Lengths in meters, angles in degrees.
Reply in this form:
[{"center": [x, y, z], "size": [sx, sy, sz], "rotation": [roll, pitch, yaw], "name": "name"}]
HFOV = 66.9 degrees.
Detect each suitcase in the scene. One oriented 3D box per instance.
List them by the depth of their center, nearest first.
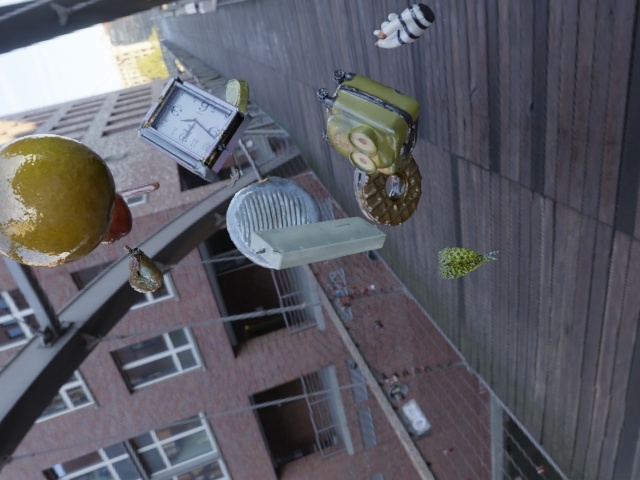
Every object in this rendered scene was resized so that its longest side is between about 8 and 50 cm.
[{"center": [0.110, -0.267, 1.151], "size": [0.235, 0.143, 0.193], "rotation": [30, 159, 18], "name": "suitcase"}]

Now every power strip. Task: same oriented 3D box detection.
[{"center": [0.000, 0.000, 1.112], "size": [0.106, 0.368, 0.043], "rotation": [37, 123, 37], "name": "power strip"}]

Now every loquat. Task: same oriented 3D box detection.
[{"center": [-0.576, -0.082, 1.001], "size": [0.275, 0.275, 0.274], "rotation": [163, 90, -79], "name": "loquat"}]

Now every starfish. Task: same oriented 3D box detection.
[{"center": [-0.385, -0.267, 2.135], "size": [0.028, 0.091, 0.078], "rotation": [32, -139, -37], "name": "starfish"}]

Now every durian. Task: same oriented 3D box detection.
[{"center": [0.388, 0.055, 1.339], "size": [0.215, 0.100, 0.086], "rotation": [-18, 83, 65], "name": "durian"}]

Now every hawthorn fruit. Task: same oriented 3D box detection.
[{"center": [-0.860, -0.111, 1.907], "size": [0.205, 0.205, 0.253], "rotation": [-135, 25, -68], "name": "hawthorn fruit"}]

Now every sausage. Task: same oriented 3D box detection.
[{"center": [-0.669, -0.186, 1.797], "size": [0.030, 0.147, 0.035], "rotation": [-116, 9, -78], "name": "sausage"}]

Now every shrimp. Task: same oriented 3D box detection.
[{"center": [-0.511, 0.084, 1.388], "size": [0.043, 0.092, 0.183], "rotation": [42, 152, 45], "name": "shrimp"}]

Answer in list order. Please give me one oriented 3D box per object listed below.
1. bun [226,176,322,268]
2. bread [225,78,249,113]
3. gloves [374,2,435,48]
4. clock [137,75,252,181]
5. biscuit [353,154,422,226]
[{"center": [-0.178, -0.069, 1.847], "size": [0.211, 0.362, 0.361], "rotation": [-164, 57, -75], "name": "bun"}, {"center": [-0.352, -0.605, 2.054], "size": [0.118, 0.064, 0.156], "rotation": [20, 109, 47], "name": "bread"}, {"center": [0.301, -0.774, 1.784], "size": [0.131, 0.219, 0.140], "rotation": [40, -137, -18], "name": "gloves"}, {"center": [-0.299, -0.267, 1.160], "size": [0.253, 0.186, 0.083], "rotation": [32, 179, 22], "name": "clock"}, {"center": [0.268, -0.215, 1.905], "size": [0.103, 0.332, 0.331], "rotation": [9, 118, 54], "name": "biscuit"}]
